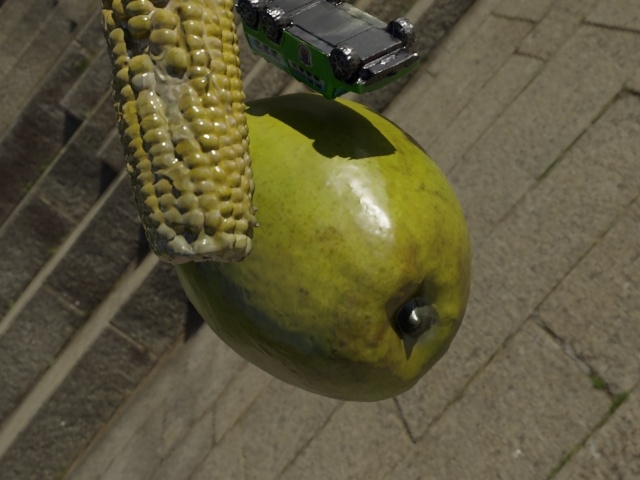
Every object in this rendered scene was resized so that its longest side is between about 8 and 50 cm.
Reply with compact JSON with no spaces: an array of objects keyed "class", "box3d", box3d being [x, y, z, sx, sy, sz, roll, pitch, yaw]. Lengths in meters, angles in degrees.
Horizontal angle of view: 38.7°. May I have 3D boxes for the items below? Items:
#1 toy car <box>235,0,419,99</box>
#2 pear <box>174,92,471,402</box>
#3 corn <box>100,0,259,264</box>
[{"class":"toy car","box3d":[0.004,-0.156,0.716,0.071,0.063,0.165,-31,48,-25]},{"class":"pear","box3d":[0.000,0.000,0.787,0.253,0.253,0.307,-52,39,-2]},{"class":"corn","box3d":[-0.089,-0.126,0.545,0.086,0.086,0.288,-24,72,59]}]
